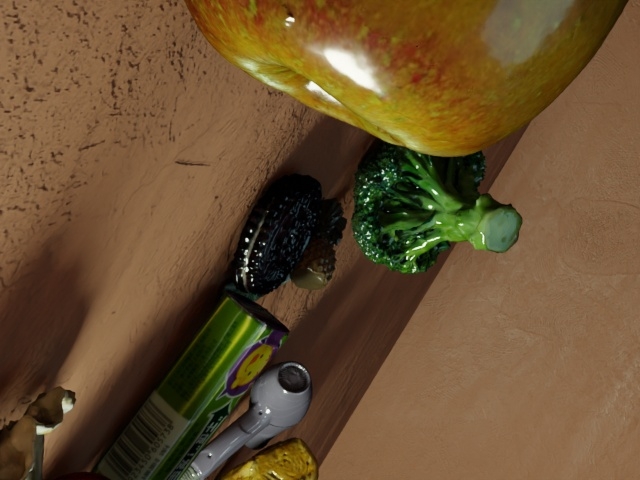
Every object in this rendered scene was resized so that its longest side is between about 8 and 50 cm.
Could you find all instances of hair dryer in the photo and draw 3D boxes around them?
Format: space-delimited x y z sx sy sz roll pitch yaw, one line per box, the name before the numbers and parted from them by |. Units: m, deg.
hair dryer | -0.178 0.394 1.795 0.361 0.121 0.301 -33 163 -36

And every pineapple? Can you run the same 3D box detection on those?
pineapple | 0.000 0.000 1.442 0.074 0.074 0.159 104 3 -53

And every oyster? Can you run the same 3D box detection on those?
oyster | -0.358 0.283 0.887 0.351 0.115 0.238 -47 172 -16

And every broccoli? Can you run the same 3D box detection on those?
broccoli | 0.191 -0.065 1.601 0.298 0.297 0.297 -13 112 -36

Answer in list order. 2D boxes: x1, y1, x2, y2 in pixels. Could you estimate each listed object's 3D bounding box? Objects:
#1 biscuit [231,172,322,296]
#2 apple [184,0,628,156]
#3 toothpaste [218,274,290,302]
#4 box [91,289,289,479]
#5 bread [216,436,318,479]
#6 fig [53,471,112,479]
biscuit | -0.059 -0.007 1.303 0.194 0.053 0.194 -55 162 -28
apple | 0.071 -0.257 0.721 0.374 0.374 0.384 -57 -164 1
toothpaste | -0.072 0.049 1.439 0.297 0.048 0.074 -30 151 -52
box | -0.191 0.236 1.313 0.345 0.097 0.134 -54 158 2
bread | -0.128 0.520 1.959 0.167 0.132 0.294 -33 173 -36
fig | -0.301 0.419 1.150 0.224 0.224 0.263 -45 144 -38
